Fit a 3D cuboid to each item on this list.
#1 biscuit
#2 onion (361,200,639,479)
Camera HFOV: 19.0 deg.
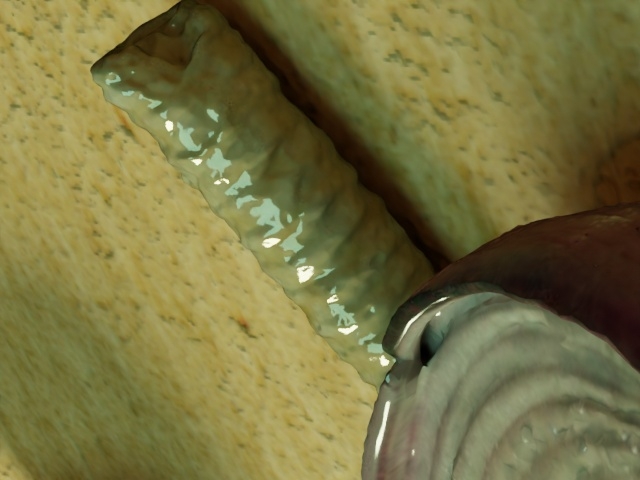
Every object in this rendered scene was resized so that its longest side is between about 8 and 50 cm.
[{"bbox_3d":[0.000,0.000,0.749,0.219,0.061,0.055,50,142,-10],"label":"biscuit"},{"bbox_3d":[0.134,0.140,0.671,0.267,0.159,0.349,53,145,24],"label":"onion"}]
